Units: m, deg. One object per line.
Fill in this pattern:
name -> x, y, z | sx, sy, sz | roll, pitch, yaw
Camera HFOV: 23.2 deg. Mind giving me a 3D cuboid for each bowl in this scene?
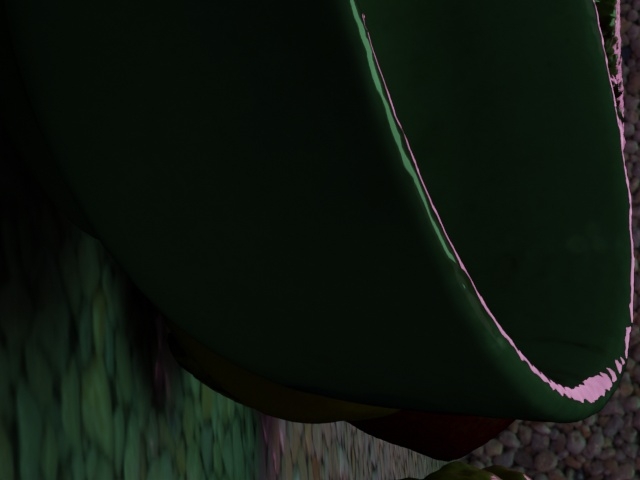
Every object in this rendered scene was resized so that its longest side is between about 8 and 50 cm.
bowl -> -0.013, -0.073, 0.485 | 0.289, 0.146, 0.289 | 47, 36, -50

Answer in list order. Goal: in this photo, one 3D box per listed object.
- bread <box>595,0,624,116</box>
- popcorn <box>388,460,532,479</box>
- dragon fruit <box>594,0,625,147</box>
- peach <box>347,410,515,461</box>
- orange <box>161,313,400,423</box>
bread -> 0.087, -0.127, 1.058 | 0.184, 0.234, 0.111 | 67, 22, -63
popcorn -> 0.082, 0.243, 0.828 | 0.249, 0.225, 0.249 | 3, 90, -89
dragon fruit -> 0.041, -0.086, 0.752 | 0.137, 0.236, 0.135 | -63, -173, -21
peach -> 0.054, 0.029, 0.894 | 0.197, 0.197, 0.197 | -5, 90, -83
orange -> 0.000, 0.000, 0.653 | 0.134, 0.154, 0.155 | 10, -72, 62
